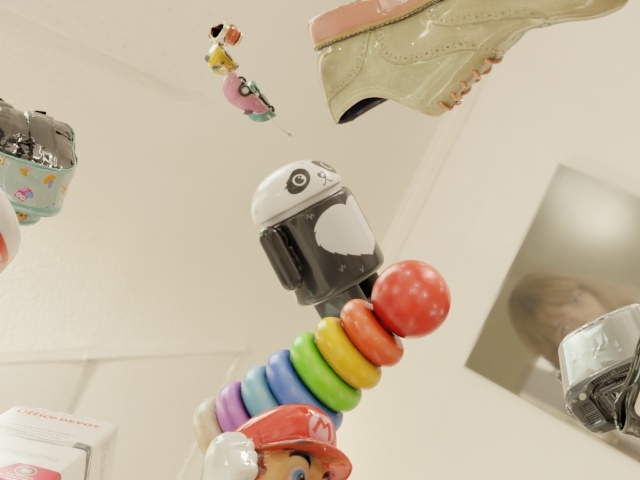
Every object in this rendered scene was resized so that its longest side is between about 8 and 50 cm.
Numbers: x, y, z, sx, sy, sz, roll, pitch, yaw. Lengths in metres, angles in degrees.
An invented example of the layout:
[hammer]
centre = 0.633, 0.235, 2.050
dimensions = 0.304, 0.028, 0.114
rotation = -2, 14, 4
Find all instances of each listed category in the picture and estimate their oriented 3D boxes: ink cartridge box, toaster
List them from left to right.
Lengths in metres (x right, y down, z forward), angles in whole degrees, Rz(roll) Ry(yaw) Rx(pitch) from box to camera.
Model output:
[ink cartridge box]
centre = -0.407, 0.321, 1.158
dimensions = 0.237, 0.171, 0.100
rotation = -37, -45, -77
[toaster]
centre = 0.499, 0.203, 1.390
dimensions = 0.227, 0.129, 0.146
rotation = -33, 28, 21

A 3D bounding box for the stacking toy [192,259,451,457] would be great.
[stacking toy]
centre = 0.015, 0.149, 0.967
dimensions = 0.330, 0.141, 0.141
rotation = -41, -23, 10

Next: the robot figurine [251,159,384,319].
[robot figurine]
centre = 0.001, 0.000, 1.415
dimensions = 0.173, 0.278, 0.209
rotation = -28, 3, 2

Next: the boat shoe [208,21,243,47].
[boat shoe]
centre = -0.191, -0.398, 1.625
dimensions = 0.043, 0.137, 0.049
rotation = 23, -86, -30

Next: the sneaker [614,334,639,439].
[sneaker]
centre = 0.540, 0.298, 1.133
dimensions = 0.169, 0.257, 0.448
rotation = 66, -165, -69

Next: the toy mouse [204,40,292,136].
[toy mouse]
centre = -0.089, -0.171, 1.001
dimensions = 0.031, 0.143, 0.161
rotation = -38, 8, 8

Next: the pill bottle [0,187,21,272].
[pill bottle]
centre = -0.421, 0.053, 0.709
dimensions = 0.323, 0.181, 0.182
rotation = -56, -24, -34

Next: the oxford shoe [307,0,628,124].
[oxford shoe]
centre = 0.163, -0.218, 0.949
dimensions = 0.140, 0.396, 0.147
rotation = -12, -85, -47

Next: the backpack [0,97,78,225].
[backpack]
centre = -0.421, -0.103, 1.153
dimensions = 0.165, 0.188, 0.144
rotation = 20, -77, -30

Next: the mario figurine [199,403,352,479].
[mario figurine]
centre = -0.046, 0.291, 0.735
dimensions = 0.198, 0.170, 0.321
rotation = 99, -170, -58
